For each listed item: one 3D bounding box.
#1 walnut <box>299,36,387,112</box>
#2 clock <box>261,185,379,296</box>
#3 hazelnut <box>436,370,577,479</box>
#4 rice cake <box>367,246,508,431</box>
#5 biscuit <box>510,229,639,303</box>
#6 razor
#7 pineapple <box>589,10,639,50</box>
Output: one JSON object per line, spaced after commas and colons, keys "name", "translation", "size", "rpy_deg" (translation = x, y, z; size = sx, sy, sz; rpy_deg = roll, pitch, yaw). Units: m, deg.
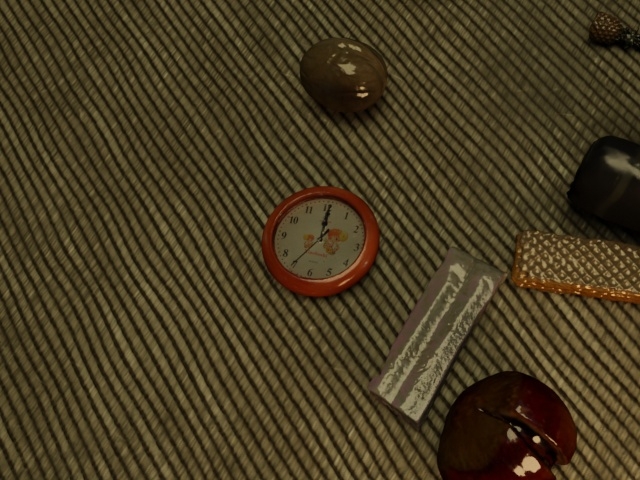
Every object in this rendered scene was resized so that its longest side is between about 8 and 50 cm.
{"name": "walnut", "translation": [0.042, -0.302, 1.461], "size": [0.162, 0.140, 0.140], "rpy_deg": [8, 67, 22]}
{"name": "clock", "translation": [0.000, 0.000, 1.374], "size": [0.205, 0.051, 0.205], "rpy_deg": [-3, 65, 7]}
{"name": "hazelnut", "translation": [0.263, 0.291, 1.156], "size": [0.178, 0.178, 0.204], "rpy_deg": [36, 80, 21]}
{"name": "rice cake", "translation": [0.185, 0.148, 1.283], "size": [0.106, 0.050, 0.298], "rpy_deg": [28, 73, 19]}
{"name": "biscuit", "translation": [0.500, 0.055, 1.281], "size": [0.378, 0.054, 0.094], "rpy_deg": [9, 68, 11]}
{"name": "razor", "translation": [0.565, -0.058, 1.241], "size": [0.349, 0.204, 0.113], "rpy_deg": [20, 84, 17]}
{"name": "pineapple", "translation": [0.558, -0.377, 1.471], "size": [0.124, 0.058, 0.058], "rpy_deg": [25, 71, 17]}
